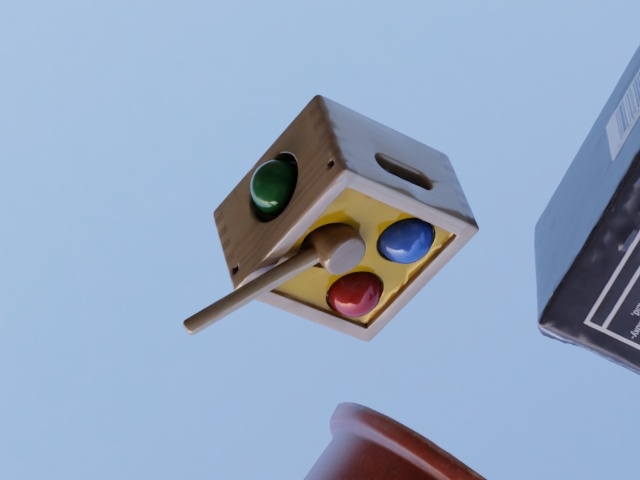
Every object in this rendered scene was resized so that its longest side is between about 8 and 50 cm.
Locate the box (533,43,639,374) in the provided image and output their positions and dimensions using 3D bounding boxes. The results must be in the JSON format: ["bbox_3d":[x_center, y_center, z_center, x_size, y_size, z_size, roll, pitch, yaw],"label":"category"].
[{"bbox_3d":[0.331,-0.033,1.051,0.296,0.294,0.183,-62,-176,22],"label":"box"}]

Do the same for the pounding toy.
[{"bbox_3d":[0.000,0.000,1.004,0.130,0.141,0.100,-47,-140,27],"label":"pounding toy"}]

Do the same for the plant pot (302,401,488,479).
[{"bbox_3d":[0.020,0.258,0.716,0.265,0.272,0.272,-47,-138,-12],"label":"plant pot"}]
